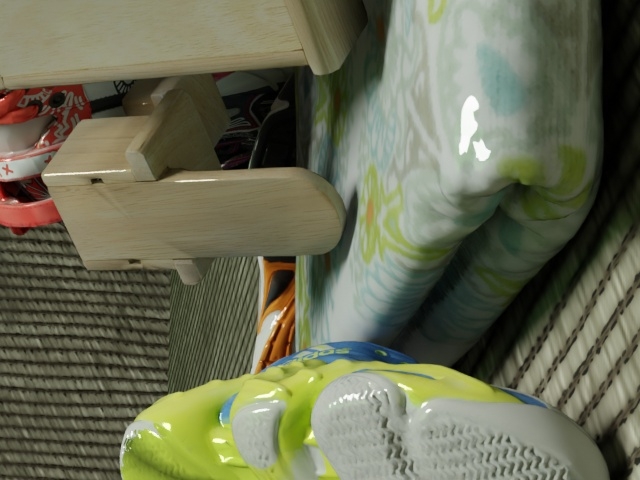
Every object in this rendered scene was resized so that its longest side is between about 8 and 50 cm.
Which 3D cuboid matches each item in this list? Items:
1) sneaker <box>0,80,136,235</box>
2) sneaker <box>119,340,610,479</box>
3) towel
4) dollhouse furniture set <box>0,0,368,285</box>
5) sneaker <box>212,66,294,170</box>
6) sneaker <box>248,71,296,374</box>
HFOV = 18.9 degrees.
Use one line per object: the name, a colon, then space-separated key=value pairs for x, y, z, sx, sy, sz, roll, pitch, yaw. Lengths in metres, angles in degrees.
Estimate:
sneaker: x=-0.154 y=-0.080 z=0.948 sx=0.270 sy=0.090 sz=0.145 roll=9 pitch=-101 yaw=-58
sneaker: x=0.032 y=0.076 z=0.804 sx=0.126 sy=0.240 sz=0.091 roll=-31 pitch=-67 yaw=-47
towel: x=0.053 y=-0.112 z=0.902 sx=0.374 sy=0.090 sz=0.320 roll=116 pitch=153 yaw=-68
dollhouse furniture set: x=-0.020 y=-0.205 z=0.932 sx=0.355 sy=0.174 sz=0.303 roll=-60 pitch=-41 yaw=-45
sneaker: x=-0.037 y=-0.056 z=1.218 sx=0.299 sy=0.121 sz=0.112 roll=14 pitch=-108 yaw=-70
sneaker: x=0.000 y=0.000 z=1.164 sx=0.121 sy=0.099 sz=0.262 roll=-94 pitch=12 yaw=-76
